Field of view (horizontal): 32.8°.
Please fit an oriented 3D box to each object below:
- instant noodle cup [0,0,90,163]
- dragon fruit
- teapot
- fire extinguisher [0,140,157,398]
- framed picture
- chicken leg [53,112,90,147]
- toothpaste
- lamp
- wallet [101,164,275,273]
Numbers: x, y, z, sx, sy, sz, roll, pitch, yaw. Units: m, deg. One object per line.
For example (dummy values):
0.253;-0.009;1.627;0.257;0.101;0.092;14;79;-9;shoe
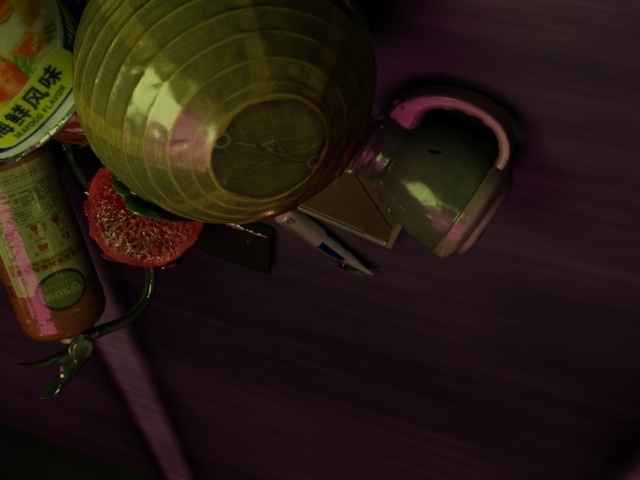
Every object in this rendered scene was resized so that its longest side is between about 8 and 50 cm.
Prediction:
-0.362;-0.227;0.956;0.284;0.284;0.312;-1;154;42;instant noodle cup
-0.219;-0.039;1.336;0.153;0.153;0.111;33;174;-19;dragon fruit
0.103;-0.067;1.011;0.146;0.116;0.148;34;159;3;teapot
-0.318;0.002;1.350;0.113;0.200;0.376;-127;22;-66;fire extinguisher
0.032;-0.064;1.187;0.150;0.015;0.203;23;154;2;framed picture
-0.200;-0.142;1.167;0.304;0.093;0.113;12;142;15;chicken leg
0.000;0.000;1.327;0.170;0.028;0.045;37;163;-32;toothpaste
-0.089;-0.147;0.898;0.250;0.250;0.284;54;-178;-47;lamp
-0.176;-0.023;1.437;0.244;0.025;0.124;21;155;6;wallet
